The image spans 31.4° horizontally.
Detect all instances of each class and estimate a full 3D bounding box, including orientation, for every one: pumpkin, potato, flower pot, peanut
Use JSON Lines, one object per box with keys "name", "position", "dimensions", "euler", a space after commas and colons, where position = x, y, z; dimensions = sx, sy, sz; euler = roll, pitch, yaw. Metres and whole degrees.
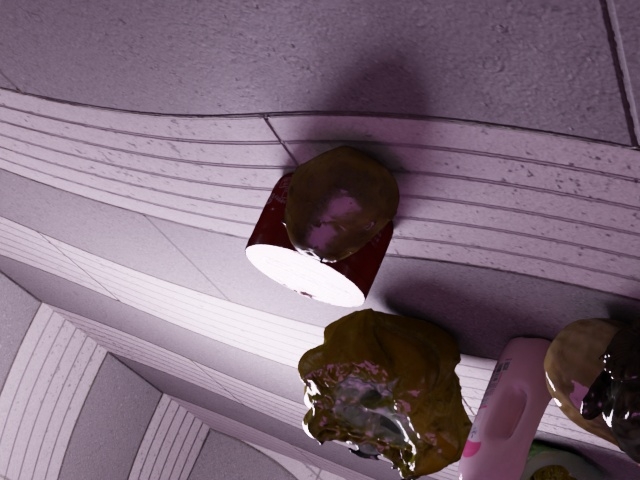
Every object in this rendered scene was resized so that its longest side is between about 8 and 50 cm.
{"name": "pumpkin", "position": [0.429, 0.552, 2.407], "dimensions": [0.293, 0.263, 0.197], "euler": [35, 165, -27]}
{"name": "potato", "position": [0.025, -0.050, 1.453], "dimensions": [0.137, 0.137, 0.176], "euler": [31, 133, -20]}
{"name": "flower pot", "position": [0.472, 0.174, 1.356], "dimensions": [0.301, 0.213, 0.302], "euler": [22, 161, 8]}
{"name": "peanut", "position": [0.445, 0.228, 1.617], "dimensions": [0.340, 0.158, 0.174], "euler": [39, 154, -20]}

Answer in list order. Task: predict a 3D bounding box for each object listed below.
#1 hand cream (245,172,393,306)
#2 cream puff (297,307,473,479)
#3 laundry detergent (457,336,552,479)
{"name": "hand cream", "position": [0.000, 0.000, 1.621], "dimensions": [0.193, 0.125, 0.193], "euler": [23, 162, 8]}
{"name": "cream puff", "position": [0.136, 0.250, 2.036], "dimensions": [0.323, 0.270, 0.274], "euler": [22, -164, 12]}
{"name": "laundry detergent", "position": [0.285, 0.316, 1.796], "dimensions": [0.087, 0.335, 0.159], "euler": [29, 161, -12]}
